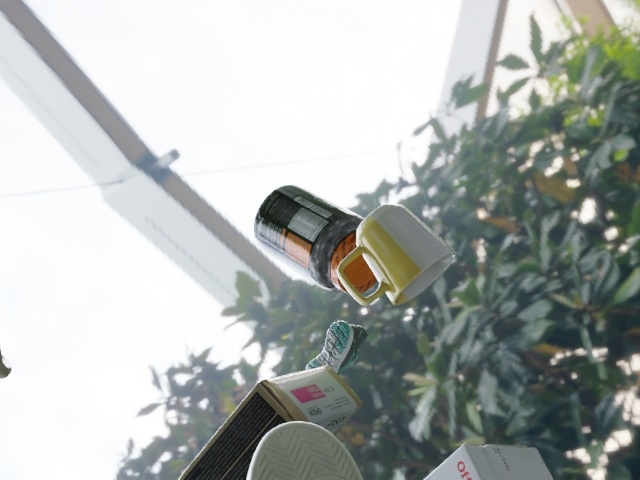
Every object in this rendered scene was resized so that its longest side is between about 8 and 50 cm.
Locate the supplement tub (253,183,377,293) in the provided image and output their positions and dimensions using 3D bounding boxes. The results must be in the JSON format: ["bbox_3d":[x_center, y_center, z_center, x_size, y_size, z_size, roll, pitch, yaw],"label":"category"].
[{"bbox_3d":[0.000,0.000,1.458,0.117,0.190,0.117,-21,-55,-34],"label":"supplement tub"}]

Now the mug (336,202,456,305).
[{"bbox_3d":[0.056,0.008,0.768,0.078,0.062,0.064,-22,-113,-47],"label":"mug"}]

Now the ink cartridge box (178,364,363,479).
[{"bbox_3d":[-0.064,0.281,1.423,0.088,0.193,0.234,45,-164,18],"label":"ink cartridge box"}]

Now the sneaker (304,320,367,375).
[{"bbox_3d":[0.032,0.215,1.805,0.076,0.166,0.065,2,-142,-45],"label":"sneaker"}]

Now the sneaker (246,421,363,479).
[{"bbox_3d":[-0.002,0.360,1.008,0.131,0.148,0.350,-6,-123,-14],"label":"sneaker"}]

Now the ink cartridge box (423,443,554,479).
[{"bbox_3d":[0.263,0.501,1.712,0.197,0.270,0.198,12,-139,-39],"label":"ink cartridge box"}]

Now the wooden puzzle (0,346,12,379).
[{"bbox_3d":[-0.419,-0.040,0.840,0.322,0.348,0.080,22,-135,18],"label":"wooden puzzle"}]
